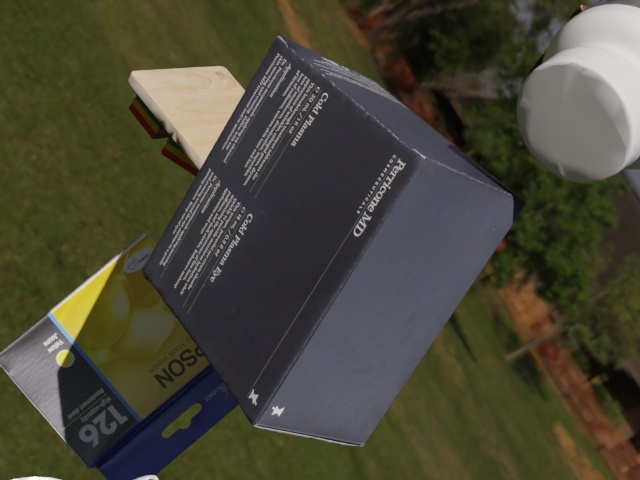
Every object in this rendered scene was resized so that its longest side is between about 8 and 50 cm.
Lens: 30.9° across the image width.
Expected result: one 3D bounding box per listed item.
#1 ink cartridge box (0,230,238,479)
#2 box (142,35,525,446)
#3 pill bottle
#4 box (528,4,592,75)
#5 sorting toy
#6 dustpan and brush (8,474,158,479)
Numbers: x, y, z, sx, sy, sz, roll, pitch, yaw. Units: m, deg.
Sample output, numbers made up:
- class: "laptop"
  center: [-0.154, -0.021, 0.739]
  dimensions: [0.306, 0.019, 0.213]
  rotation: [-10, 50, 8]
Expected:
- class: "ink cartridge box"
  center: [-0.288, 0.199, 1.793]
  dimensions: [0.307, 0.303, 0.072]
  rotation: [50, -5, -4]
- class: "box"
  center: [0.000, 0.000, 1.323]
  dimensions: [0.179, 0.343, 0.312]
  rotation: [19, 20, -41]
- class: "pill bottle"
  center: [0.344, -0.181, 1.223]
  dimensions: [0.318, 0.176, 0.176]
  rotation: [-35, 94, -40]
- class: "box"
  center: [0.457, -0.233, 1.743]
  dimensions: [0.167, 0.203, 0.169]
  rotation: [123, -40, -51]
- class: "sorting toy"
  center: [-0.224, -0.218, 2.261]
  dimensions: [0.257, 0.089, 0.255]
  rotation: [-13, 57, -50]
- class: "dustpan and brush"
  center: [-0.282, 0.316, 1.307]
  dimensions: [0.060, 0.211, 0.147]
  rotation: [-153, -138, -80]
